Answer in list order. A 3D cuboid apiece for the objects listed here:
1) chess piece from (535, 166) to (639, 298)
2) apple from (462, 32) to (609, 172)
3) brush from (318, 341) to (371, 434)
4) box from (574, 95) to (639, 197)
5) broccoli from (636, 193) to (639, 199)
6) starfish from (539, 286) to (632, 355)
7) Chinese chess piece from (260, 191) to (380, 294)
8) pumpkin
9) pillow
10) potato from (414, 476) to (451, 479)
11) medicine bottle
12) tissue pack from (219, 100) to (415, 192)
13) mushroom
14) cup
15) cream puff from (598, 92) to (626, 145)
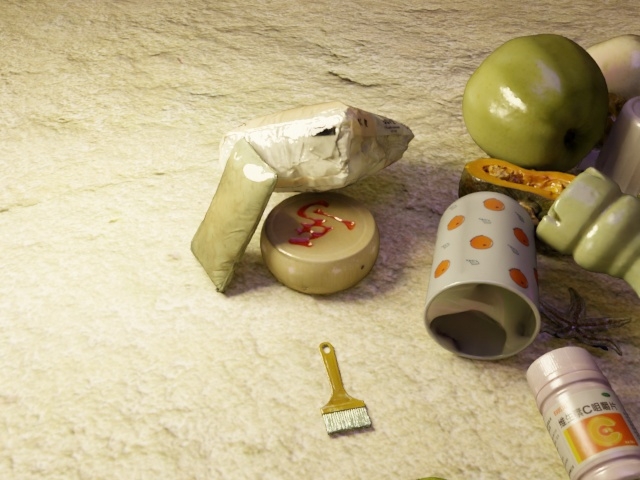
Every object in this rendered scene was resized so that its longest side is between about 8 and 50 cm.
[{"bbox_3d":[0.646,0.050,1.267,0.442,0.234,0.234,39,53,19],"label":"chess piece"},{"bbox_3d":[0.552,-0.338,1.675,0.357,0.357,0.357,1,42,-1],"label":"apple"},{"bbox_3d":[0.029,0.269,1.234,0.083,0.011,0.205,-9,42,-9],"label":"brush"},{"bbox_3d":[0.804,-0.241,1.668,0.291,0.206,0.262,-3,42,-8],"label":"box"},{"bbox_3d":[0.808,-0.076,1.551,0.131,0.120,0.130,17,31,-20],"label":"broccoli"},{"bbox_3d":[0.518,0.155,1.337,0.208,0.053,0.176,15,43,10],"label":"starfish"},{"bbox_3d":[0.000,0.000,1.463,0.273,0.102,0.273,0,43,0],"label":"Chinese chess piece"},{"bbox_3d":[0.473,-0.080,1.525,0.317,0.139,0.222,17,37,13],"label":"pumpkin"},{"bbox_3d":[-0.192,-0.054,1.404,0.075,0.302,0.185,10,27,-41],"label":"pillow"},{"bbox_3d":[0.175,0.468,0.870,0.216,0.215,0.304,-5,53,-6],"label":"potato"},{"bbox_3d":[0.452,0.313,1.104,0.133,0.133,0.249,-4,42,-6],"label":"medicine bottle"},{"bbox_3d":[-0.007,-0.216,1.550,0.390,0.195,0.375,-4,8,24],"label":"tissue pack"},{"bbox_3d":[0.880,-0.469,1.927,0.234,0.254,0.260,19,33,-38],"label":"mushroom"},{"bbox_3d":[0.332,0.052,1.331,0.212,0.212,0.317,10,42,9],"label":"cup"},{"bbox_3d":[0.774,-0.344,1.828,0.121,0.156,0.156,-21,46,-25],"label":"cream puff"}]
